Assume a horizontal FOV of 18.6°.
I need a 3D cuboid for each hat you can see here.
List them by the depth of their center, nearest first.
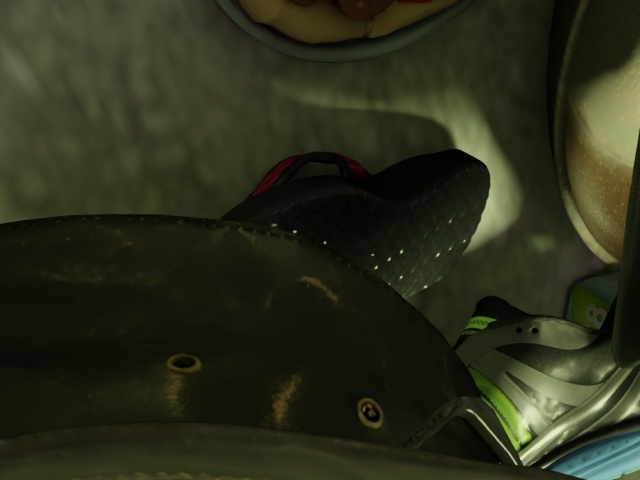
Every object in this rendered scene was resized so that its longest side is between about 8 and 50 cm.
[{"bbox_3d":[-0.047,0.070,0.489,0.331,0.331,0.134,52,31,-53],"label":"hat"}]

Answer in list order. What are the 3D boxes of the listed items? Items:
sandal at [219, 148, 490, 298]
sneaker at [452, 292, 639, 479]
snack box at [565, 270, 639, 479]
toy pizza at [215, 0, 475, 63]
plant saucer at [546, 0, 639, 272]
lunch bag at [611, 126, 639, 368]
[{"bbox_3d":[0.000,0.000,0.617,0.179,0.040,0.067,-18,135,-62],"label":"sandal"},{"bbox_3d":[0.057,0.063,0.702,0.188,0.078,0.067,-20,174,-22],"label":"sneaker"},{"bbox_3d":[0.165,0.135,0.793,0.070,0.174,0.207,-15,127,-42],"label":"snack box"},{"bbox_3d":[0.037,-0.142,0.557,0.201,0.032,0.201,-31,136,-35],"label":"toy pizza"},{"bbox_3d":[0.197,-0.118,0.710,0.310,0.050,0.310,-25,142,-21],"label":"plant saucer"},{"bbox_3d":[0.178,-0.016,0.553,0.169,0.287,0.235,1,130,-3],"label":"lunch bag"}]
